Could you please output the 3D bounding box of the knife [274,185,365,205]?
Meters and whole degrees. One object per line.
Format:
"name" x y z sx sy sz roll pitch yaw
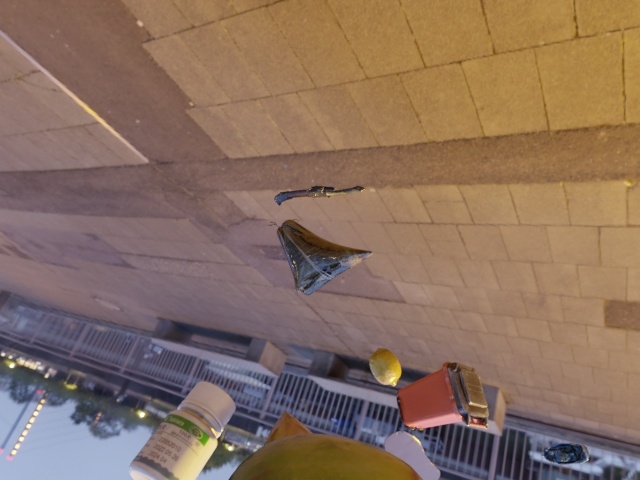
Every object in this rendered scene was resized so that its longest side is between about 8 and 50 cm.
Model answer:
"knife" -0.013 -0.097 0.925 0.222 0.021 0.045 -5 152 35

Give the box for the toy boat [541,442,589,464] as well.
"toy boat" 0.721 0.631 1.362 0.060 0.060 0.137 4 157 -34

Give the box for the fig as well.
"fig" 0.008 0.387 0.630 0.258 0.258 0.326 34 128 -28

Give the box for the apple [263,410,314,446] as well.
"apple" -0.021 0.535 0.992 0.252 0.314 0.309 -30 118 29

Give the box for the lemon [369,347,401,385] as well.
"lemon" 0.182 0.355 1.285 0.082 0.111 0.082 -24 169 -5

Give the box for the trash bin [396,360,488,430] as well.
"trash bin" 0.365 0.492 1.385 0.161 0.185 0.238 25 133 -38

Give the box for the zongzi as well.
"zongzi" 0.000 0.000 1.000 0.184 0.187 0.084 -33 156 18

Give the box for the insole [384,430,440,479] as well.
"insole" 0.290 0.688 1.443 0.111 0.007 0.328 -33 120 7

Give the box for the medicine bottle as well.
"medicine bottle" -0.303 0.447 1.040 0.139 0.237 0.139 17 135 19
